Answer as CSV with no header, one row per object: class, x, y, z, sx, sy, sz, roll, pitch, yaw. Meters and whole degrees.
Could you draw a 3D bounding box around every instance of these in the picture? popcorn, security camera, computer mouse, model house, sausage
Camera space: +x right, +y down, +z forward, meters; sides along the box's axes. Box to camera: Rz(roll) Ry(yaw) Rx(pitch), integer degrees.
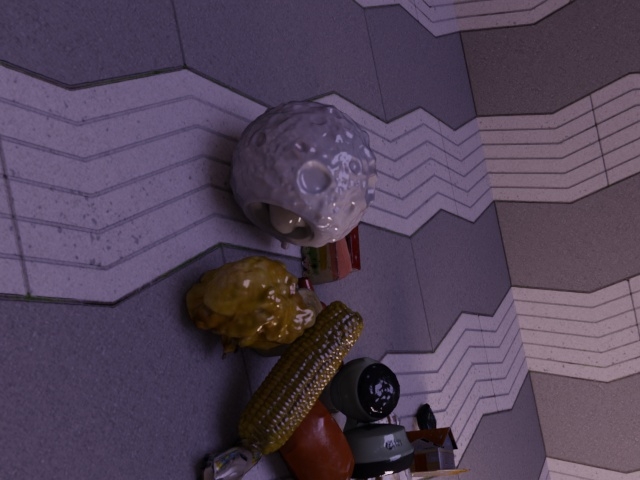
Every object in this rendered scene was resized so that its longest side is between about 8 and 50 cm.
popcorn,-0.142,0.125,1.435,0.190,0.253,0.191,118,-39,-67
security camera,0.118,0.430,1.752,0.197,0.191,0.277,-4,80,-34
computer mouse,0.331,0.565,2.220,0.079,0.047,0.135,63,23,-12
model house,0.321,0.604,2.036,0.207,0.219,0.136,30,50,-52
sausage,-0.020,0.462,1.586,0.141,0.153,0.268,-31,110,-16

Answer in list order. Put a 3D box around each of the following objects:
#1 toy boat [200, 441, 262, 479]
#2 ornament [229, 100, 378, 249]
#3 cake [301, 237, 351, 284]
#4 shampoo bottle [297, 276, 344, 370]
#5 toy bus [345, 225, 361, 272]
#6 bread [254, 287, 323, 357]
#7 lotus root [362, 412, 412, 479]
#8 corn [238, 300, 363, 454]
toy boat,-0.169,0.448,1.438,0.210,0.066,0.085,-17,96,-59
ornament,-0.034,-0.158,1.603,0.337,0.337,0.337,26,59,-52
cake,0.012,0.001,1.834,0.090,0.109,0.226,4,77,-57
shampoo bottle,-0.010,0.210,1.759,0.085,0.085,0.244,-23,98,-58
toy bus,0.059,-0.026,1.936,0.073,0.096,0.235,23,62,-56
bread,-0.074,0.187,1.604,0.134,0.141,0.148,12,71,-55
lotus root,0.158,0.603,1.898,0.167,0.078,0.330,5,72,-37
corn,-0.041,0.281,1.466,0.363,0.120,0.120,-51,129,-14
